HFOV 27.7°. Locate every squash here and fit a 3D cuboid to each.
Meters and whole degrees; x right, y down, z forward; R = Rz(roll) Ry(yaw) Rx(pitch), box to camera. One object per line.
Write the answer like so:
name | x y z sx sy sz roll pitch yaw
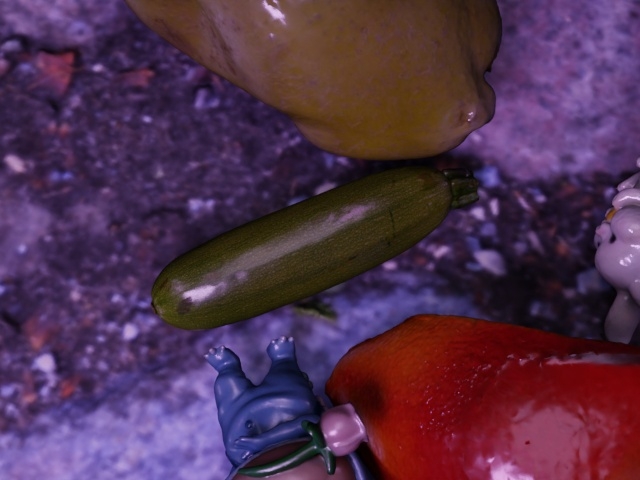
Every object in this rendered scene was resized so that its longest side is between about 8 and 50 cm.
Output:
squash | 0.000 0.000 0.908 0.252 0.066 0.066 -23 73 -9

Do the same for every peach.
peach | 0.131 0.128 0.822 0.267 0.154 0.158 13 73 3

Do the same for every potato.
potato | -0.012 -0.200 0.915 0.351 0.202 0.218 41 63 -2

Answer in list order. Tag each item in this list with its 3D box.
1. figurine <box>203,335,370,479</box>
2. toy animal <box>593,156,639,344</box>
figurine | -0.025 0.138 0.828 0.114 0.144 0.178 -15 60 -10
toy animal | 0.228 -0.001 0.912 0.085 0.071 0.124 42 66 -7
